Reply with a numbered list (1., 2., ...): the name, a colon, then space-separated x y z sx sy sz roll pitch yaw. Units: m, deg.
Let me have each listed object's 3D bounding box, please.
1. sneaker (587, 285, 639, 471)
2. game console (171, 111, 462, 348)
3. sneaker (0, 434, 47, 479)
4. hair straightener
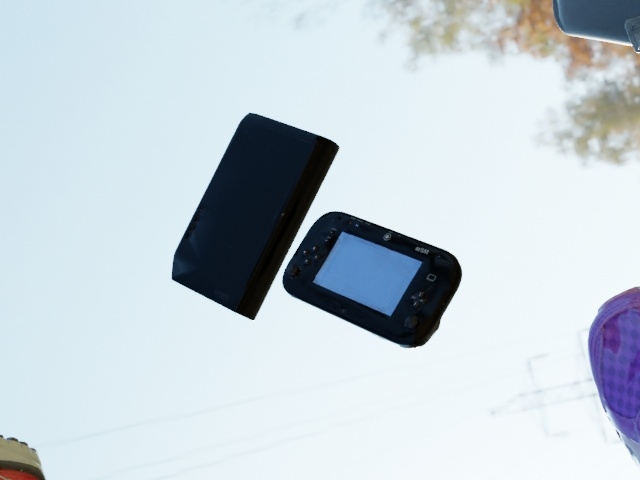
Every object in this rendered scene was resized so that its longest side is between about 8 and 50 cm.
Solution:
1. sneaker: 0.203 0.127 0.606 0.104 0.095 0.236 -2 -118 -61
2. game console: 0.000 0.000 1.301 0.044 0.361 0.213 30 -96 -49
3. sneaker: -0.296 0.192 0.856 0.279 0.107 0.118 13 -130 -46
4. hair straightener: 0.191 -0.095 0.607 0.089 0.230 0.047 -22 -56 -25
